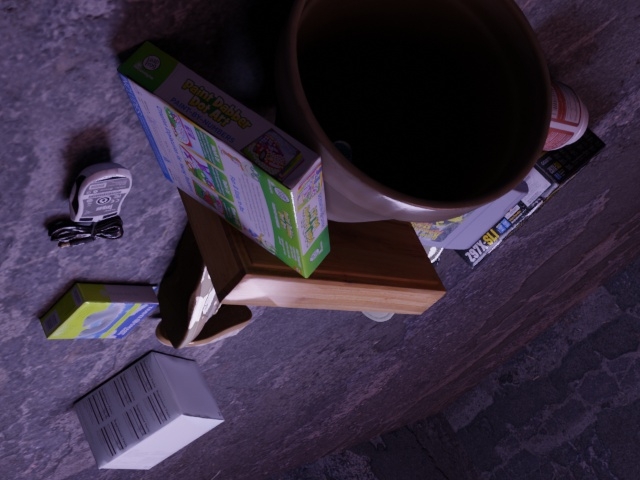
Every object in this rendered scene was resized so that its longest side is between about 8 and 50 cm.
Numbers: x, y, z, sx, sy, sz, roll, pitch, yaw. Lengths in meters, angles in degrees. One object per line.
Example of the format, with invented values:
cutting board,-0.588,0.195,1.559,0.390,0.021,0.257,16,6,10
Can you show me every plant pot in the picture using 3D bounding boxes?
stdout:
plant pot,0.069,-0.153,1.050,0.323,0.323,0.280,-20,173,-24

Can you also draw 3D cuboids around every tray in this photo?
tray,0.000,0.000,1.276,0.410,0.203,0.076,7,138,-43

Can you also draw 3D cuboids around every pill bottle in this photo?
pill bottle,0.368,-0.215,1.445,0.216,0.121,0.121,0,143,-51

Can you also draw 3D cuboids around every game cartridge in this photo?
game cartridge,0.202,-0.073,1.518,0.294,0.060,0.196,15,138,-30

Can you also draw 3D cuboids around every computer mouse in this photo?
computer mouse,-0.289,-0.053,1.105,0.106,0.042,0.193,-10,156,-31

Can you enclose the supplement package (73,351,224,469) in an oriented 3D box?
supplement package,-0.345,0.349,1.736,0.203,0.149,0.194,-34,158,8

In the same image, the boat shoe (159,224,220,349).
boat shoe,-0.192,0.077,1.415,0.098,0.109,0.302,-13,147,-33

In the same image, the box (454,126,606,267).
box,0.421,-0.095,1.726,0.322,0.079,0.257,-31,163,-51

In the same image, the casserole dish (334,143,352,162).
casserole dish,0.062,-0.117,1.242,0.188,0.114,0.037,7,149,9

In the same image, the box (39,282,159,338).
box,-0.347,0.115,1.382,0.109,0.042,0.178,-41,155,25

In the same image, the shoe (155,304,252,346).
shoe,-0.220,0.168,1.606,0.219,0.077,0.058,-8,144,-46

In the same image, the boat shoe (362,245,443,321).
boat shoe,0.185,0.020,1.754,0.113,0.127,0.340,-44,160,-52

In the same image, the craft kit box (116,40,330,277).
craft kit box,-0.103,-0.084,0.999,0.061,0.246,0.250,-47,163,-16
